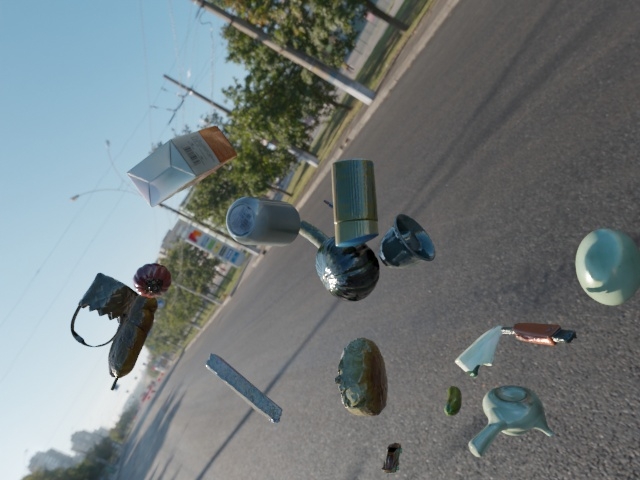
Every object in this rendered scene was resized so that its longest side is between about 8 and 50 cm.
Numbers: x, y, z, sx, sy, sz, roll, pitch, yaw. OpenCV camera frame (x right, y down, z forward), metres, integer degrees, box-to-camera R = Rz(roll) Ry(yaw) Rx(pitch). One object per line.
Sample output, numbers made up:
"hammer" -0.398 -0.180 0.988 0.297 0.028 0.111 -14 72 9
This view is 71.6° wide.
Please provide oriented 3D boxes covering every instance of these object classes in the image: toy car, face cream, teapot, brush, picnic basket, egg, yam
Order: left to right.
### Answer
"picnic basket" -0.565 0.187 1.149 0.137 0.128 0.178 105 -169 -70
"yam" 0.000 0.000 2.108 0.371 0.083 0.083 37 100 46
"face cream" 0.110 -0.120 1.423 0.067 0.140 0.284 72 -165 -74
"toy car" 0.267 0.805 1.651 0.059 0.035 0.122 -15 31 33
"teapot" 0.663 0.650 1.635 0.220 0.319 0.149 -127 24 -81
"brush" 0.752 0.325 1.570 0.070 0.051 0.323 -40 6 -20
"egg" 1.031 0.093 1.590 0.203 0.203 0.282 -158 57 -80

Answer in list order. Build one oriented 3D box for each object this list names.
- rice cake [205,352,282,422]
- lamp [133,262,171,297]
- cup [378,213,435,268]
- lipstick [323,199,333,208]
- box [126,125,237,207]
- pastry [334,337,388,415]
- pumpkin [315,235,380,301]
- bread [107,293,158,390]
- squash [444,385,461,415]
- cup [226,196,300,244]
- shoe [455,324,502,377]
"rice cake" -0.214 0.411 1.238 0.049 0.270 0.055 -47 -14 -30
"lamp" -0.492 0.116 1.300 0.107 0.108 0.092 -59 37 12
"cup" 0.285 0.028 1.575 0.150 0.199 0.199 -43 18 33
"lipstick" 0.056 -0.141 1.863 0.025 0.107 0.025 -50 -15 -20
"box" -0.470 -0.270 1.560 0.225 0.143 0.341 -28 12 23
"pastry" 0.179 0.542 1.773 0.137 0.329 0.329 -10 38 25
"pumpkin" 0.097 0.091 1.554 0.216 0.250 0.250 -39 -5 -36
"bread" -0.662 0.349 1.554 0.124 0.084 0.343 0 67 36
"squash" 0.595 0.713 1.980 0.069 0.069 0.258 -58 -14 18
"cup" -0.243 -0.080 1.876 0.205 0.205 0.312 -59 -23 12
"shoe" 0.692 0.468 1.869 0.265 0.110 0.095 -33 -18 -16
